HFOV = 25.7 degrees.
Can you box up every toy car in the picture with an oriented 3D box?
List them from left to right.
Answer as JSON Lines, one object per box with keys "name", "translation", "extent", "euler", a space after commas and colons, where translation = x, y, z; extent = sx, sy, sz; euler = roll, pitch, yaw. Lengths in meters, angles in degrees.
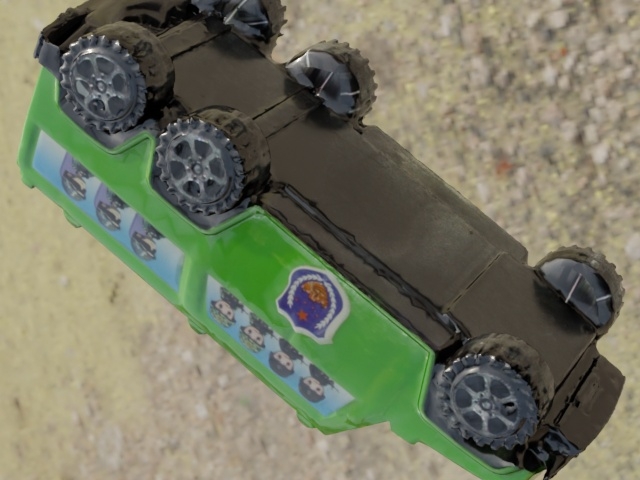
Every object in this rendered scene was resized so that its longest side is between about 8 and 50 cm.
{"name": "toy car", "translation": [0.000, 0.000, 0.355], "extent": [0.165, 0.071, 0.062], "euler": [40, 126, 8]}
